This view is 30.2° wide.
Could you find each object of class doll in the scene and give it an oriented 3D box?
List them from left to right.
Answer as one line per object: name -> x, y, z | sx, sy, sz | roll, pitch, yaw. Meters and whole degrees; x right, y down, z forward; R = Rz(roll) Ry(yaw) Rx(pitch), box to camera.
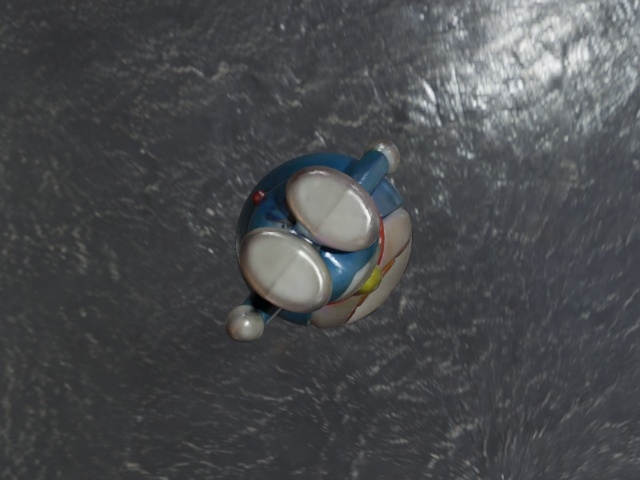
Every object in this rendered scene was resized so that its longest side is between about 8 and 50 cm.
doll -> 0.000, 0.000, 0.559 | 0.085, 0.152, 0.114 | 40, 91, 3
